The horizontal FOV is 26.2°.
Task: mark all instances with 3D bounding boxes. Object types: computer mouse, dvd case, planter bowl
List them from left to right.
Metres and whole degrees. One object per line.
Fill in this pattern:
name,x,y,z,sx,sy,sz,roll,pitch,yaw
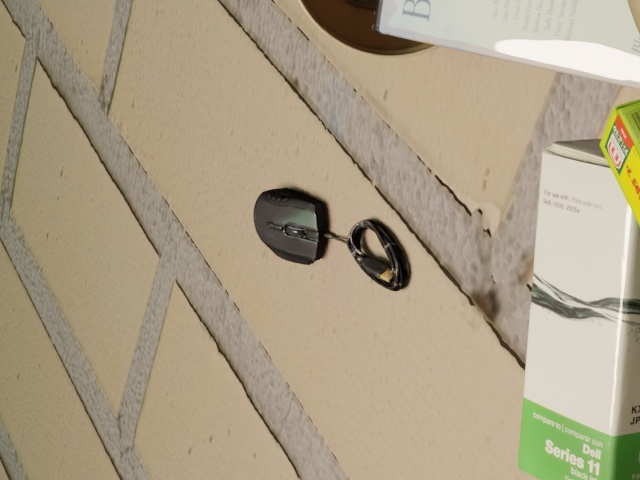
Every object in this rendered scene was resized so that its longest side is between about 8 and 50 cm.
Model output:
computer mouse,0.000,0.000,1.288,0.242,0.041,0.071,21,112,55
planter bowl,0.051,-0.229,1.086,0.109,0.162,0.162,-112,24,-77
dvd case,0.153,-0.210,0.940,0.253,0.022,0.180,18,109,34

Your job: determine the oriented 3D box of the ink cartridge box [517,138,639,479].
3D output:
ink cartridge box,0.210,0.044,0.849,0.087,0.153,0.209,21,113,55

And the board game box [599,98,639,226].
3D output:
board game box,0.254,-0.050,0.738,0.043,0.181,0.092,90,161,-65

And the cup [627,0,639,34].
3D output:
cup,0.263,-0.164,0.617,0.237,0.331,0.331,130,129,-69
